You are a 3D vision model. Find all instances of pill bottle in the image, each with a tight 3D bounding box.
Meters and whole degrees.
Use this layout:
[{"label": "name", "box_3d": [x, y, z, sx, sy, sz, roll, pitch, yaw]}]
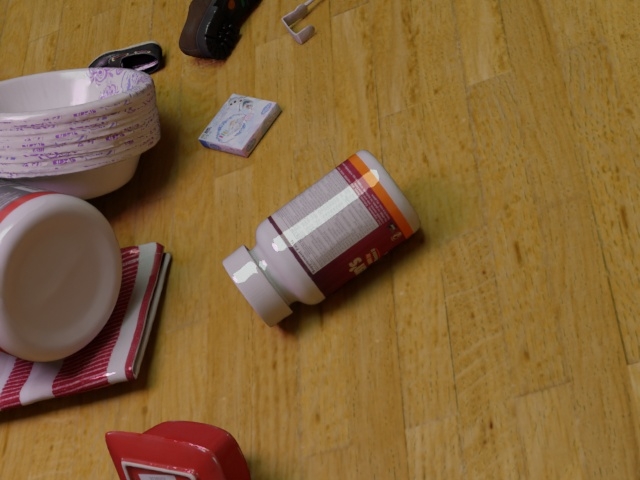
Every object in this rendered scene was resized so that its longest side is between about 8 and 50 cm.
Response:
[{"label": "pill bottle", "box_3d": [0.000, 0.000, 1.649, 0.221, 0.121, 0.121, -37, 42, 0]}, {"label": "pill bottle", "box_3d": [-0.445, 0.020, 1.782, 0.363, 0.210, 0.210, 12, 60, 42]}]

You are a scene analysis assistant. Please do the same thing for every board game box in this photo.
[{"label": "board game box", "box_3d": [-0.114, -0.163, 1.942, 0.090, 0.020, 0.090, 16, 62, 41]}]

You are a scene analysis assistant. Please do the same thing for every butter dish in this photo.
[{"label": "butter dish", "box_3d": [-0.132, 0.255, 1.510, 0.160, 0.160, 0.118, 4, 32, 35]}]

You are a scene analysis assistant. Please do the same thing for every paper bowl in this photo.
[{"label": "paper bowl", "box_3d": [-0.367, -0.144, 1.939, 0.284, 0.148, 0.284, -4, 19, 1]}]

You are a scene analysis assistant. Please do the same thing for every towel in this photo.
[{"label": "towel", "box_3d": [-0.365, 0.121, 1.816, 0.329, 0.037, 0.237, -14, 41, 21]}]

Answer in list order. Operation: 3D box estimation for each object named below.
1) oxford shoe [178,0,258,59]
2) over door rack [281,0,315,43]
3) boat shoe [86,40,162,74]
[{"label": "oxford shoe", "box_3d": [-0.154, -0.375, 2.113, 0.096, 0.083, 0.227, 4, 54, 40]}, {"label": "over door rack", "box_3d": [0.000, -0.489, 1.998, 0.108, 0.239, 0.324, 28, 70, 42]}, {"label": "boat shoe", "box_3d": [-0.308, -0.270, 2.139, 0.133, 0.049, 0.042, -18, 37, 12]}]
